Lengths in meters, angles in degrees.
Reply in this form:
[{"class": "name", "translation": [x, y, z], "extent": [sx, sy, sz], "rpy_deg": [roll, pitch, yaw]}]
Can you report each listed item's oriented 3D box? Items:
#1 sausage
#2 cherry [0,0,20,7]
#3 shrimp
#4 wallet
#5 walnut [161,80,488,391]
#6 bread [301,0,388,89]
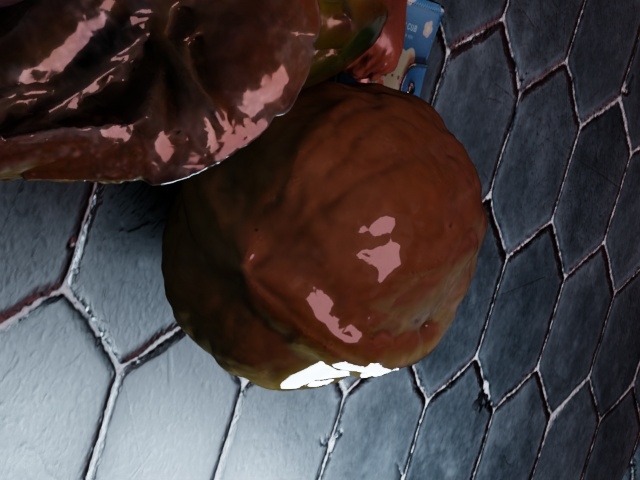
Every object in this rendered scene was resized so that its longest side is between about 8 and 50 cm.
[{"class": "sausage", "translation": [0.048, -0.285, 1.785], "extent": [0.086, 0.086, 0.289], "rpy_deg": [59, 31, -55]}, {"class": "cherry", "translation": [-0.249, -0.240, 1.286], "extent": [0.176, 0.176, 0.140], "rpy_deg": [20, 48, -63]}, {"class": "shrimp", "translation": [-0.186, -0.112, 1.407], "extent": [0.446, 0.221, 0.110], "rpy_deg": [-38, 172, -17]}, {"class": "wallet", "translation": [0.065, -0.177, 1.996], "extent": [0.141, 0.059, 0.202], "rpy_deg": [5, 100, -55]}, {"class": "walnut", "translation": [-0.002, -0.003, 1.726], "extent": [0.344, 0.306, 0.306], "rpy_deg": [-26, 128, -68]}, {"class": "bread", "translation": [-0.043, -0.197, 1.609], "extent": [0.156, 0.158, 0.260], "rpy_deg": [-48, 170, -1]}]
